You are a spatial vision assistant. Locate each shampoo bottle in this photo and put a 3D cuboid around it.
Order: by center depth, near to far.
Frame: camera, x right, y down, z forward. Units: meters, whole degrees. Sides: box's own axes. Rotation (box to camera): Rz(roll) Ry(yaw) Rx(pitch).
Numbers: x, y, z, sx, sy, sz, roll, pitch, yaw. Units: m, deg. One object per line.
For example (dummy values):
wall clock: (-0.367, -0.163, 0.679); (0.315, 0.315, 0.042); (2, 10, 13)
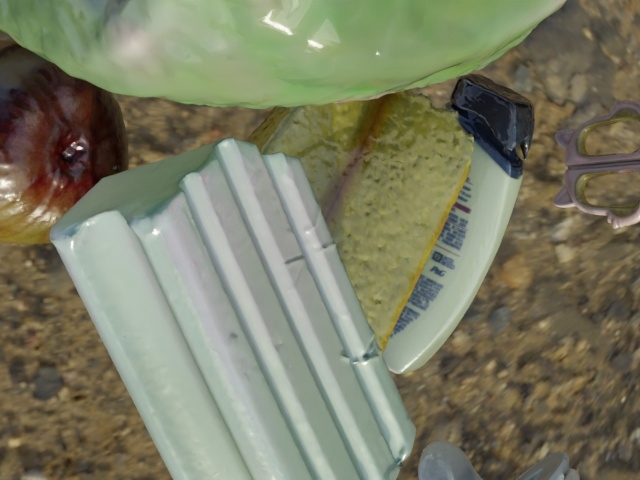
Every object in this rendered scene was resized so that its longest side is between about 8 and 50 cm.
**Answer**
shampoo bottle: (0.149, -0.013, 1.605); (0.134, 0.078, 0.359); (33, 110, 26)

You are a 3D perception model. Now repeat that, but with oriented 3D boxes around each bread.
bread: (0.000, 0.000, 1.349); (0.233, 0.245, 0.361); (34, 100, -18)

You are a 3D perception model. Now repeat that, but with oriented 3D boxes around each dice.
dice: (-0.027, -0.263, 0.735); (0.330, 0.322, 0.318); (28, 125, 40)

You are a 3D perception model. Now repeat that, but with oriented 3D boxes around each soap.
soap: (-0.046, 0.072, 0.890); (0.095, 0.173, 0.289); (-10, 116, 30)

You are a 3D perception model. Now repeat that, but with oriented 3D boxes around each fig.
fig: (-0.356, -0.098, 1.415); (0.321, 0.217, 0.216); (1, 92, 43)

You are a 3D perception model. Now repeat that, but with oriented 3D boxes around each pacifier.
pacifier: (0.216, 0.340, 1.780); (0.207, 0.279, 0.227); (42, 133, 4)

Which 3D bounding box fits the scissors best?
scissors: (0.415, -0.095, 1.608); (0.318, 0.024, 0.160); (-2, 83, 44)
